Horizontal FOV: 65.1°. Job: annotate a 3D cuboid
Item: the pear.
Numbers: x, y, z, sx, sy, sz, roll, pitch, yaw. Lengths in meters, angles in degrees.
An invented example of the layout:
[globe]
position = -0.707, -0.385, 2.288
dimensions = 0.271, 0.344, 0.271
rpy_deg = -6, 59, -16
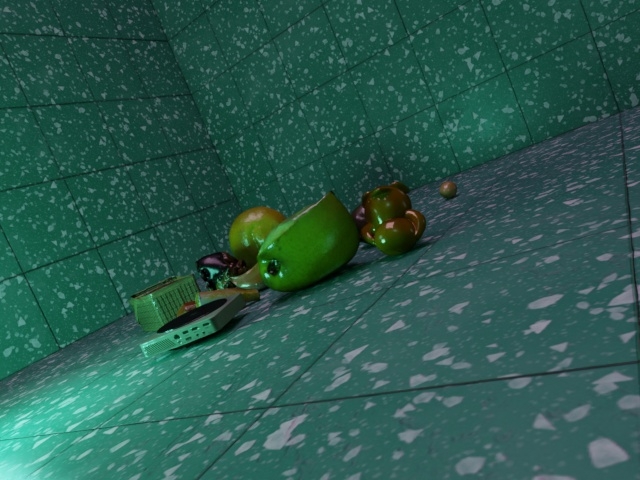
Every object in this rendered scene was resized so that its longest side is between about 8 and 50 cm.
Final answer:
[pear]
position = -0.053, 0.038, 1.605
dimensions = 0.318, 0.238, 0.342
rpy_deg = -40, 1, -19

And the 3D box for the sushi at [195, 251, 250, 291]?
[sushi]
position = -0.412, 0.147, 2.181
dimensions = 0.204, 0.200, 0.213
rpy_deg = -24, -17, -6

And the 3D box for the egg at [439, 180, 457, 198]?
[egg]
position = 0.590, -0.232, 2.321
dimensions = 0.080, 0.080, 0.096
rpy_deg = -19, 16, 39

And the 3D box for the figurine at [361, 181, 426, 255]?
[figurine]
position = 0.217, -0.063, 1.547
dimensions = 0.215, 0.228, 0.215
rpy_deg = -18, -9, -3

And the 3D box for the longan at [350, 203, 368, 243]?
[longan]
position = 0.198, -0.067, 1.915
dimensions = 0.189, 0.189, 0.189
rpy_deg = -23, 5, 2

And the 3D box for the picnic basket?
[picnic basket]
position = -0.669, 0.266, 2.170
dimensions = 0.228, 0.175, 0.312
rpy_deg = -28, 7, -37

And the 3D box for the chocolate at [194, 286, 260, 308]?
[chocolate]
position = -0.318, 0.204, 1.736
dimensions = 0.219, 0.086, 0.085
rpy_deg = -5, -2, -23

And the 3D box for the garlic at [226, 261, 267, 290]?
[garlic]
position = -0.249, 0.147, 1.976
dimensions = 0.206, 0.128, 0.115
rpy_deg = -30, 48, -6

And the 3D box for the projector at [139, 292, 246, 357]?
[projector]
position = -0.378, 0.260, 1.531
dimensions = 0.257, 0.079, 0.259
rpy_deg = -22, 5, 12

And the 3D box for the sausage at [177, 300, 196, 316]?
[sausage]
position = -0.423, 0.251, 1.797
dimensions = 0.179, 0.089, 0.089
rpy_deg = -15, 3, -18

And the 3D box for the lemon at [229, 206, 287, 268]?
[lemon]
position = -0.291, -0.006, 2.482
dimensions = 0.347, 0.348, 0.348
rpy_deg = -23, 5, 2
